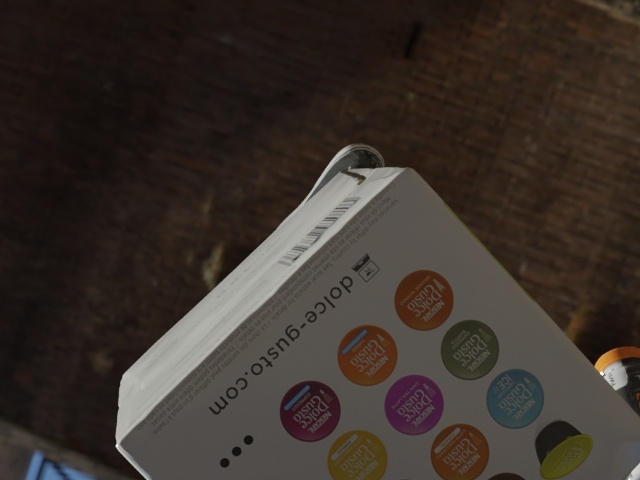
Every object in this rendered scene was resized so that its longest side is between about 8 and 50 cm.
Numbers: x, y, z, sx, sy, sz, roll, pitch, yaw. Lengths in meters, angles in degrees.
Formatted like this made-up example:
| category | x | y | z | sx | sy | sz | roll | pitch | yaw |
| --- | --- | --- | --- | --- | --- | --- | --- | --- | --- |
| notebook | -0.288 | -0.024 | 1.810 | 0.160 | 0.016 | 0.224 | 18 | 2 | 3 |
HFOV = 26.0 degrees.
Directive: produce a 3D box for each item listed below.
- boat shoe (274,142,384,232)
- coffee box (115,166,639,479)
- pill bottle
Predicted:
| category | x | y | z | sx | sy | sz | roll | pitch | yaw |
| --- | --- | --- | --- | --- | --- | --- | --- | --- | --- |
| boat shoe | 0.000 | 0.000 | 1.516 | 0.080 | 0.228 | 0.076 | 33 | -163 | -13 |
| coffee box | 0.042 | 0.161 | 1.305 | 0.334 | 0.337 | 0.338 | 47 | 176 | -8 |
| pill bottle | 0.482 | 0.274 | 2.066 | 0.130 | 0.130 | 0.246 | 16 | -142 | -23 |
